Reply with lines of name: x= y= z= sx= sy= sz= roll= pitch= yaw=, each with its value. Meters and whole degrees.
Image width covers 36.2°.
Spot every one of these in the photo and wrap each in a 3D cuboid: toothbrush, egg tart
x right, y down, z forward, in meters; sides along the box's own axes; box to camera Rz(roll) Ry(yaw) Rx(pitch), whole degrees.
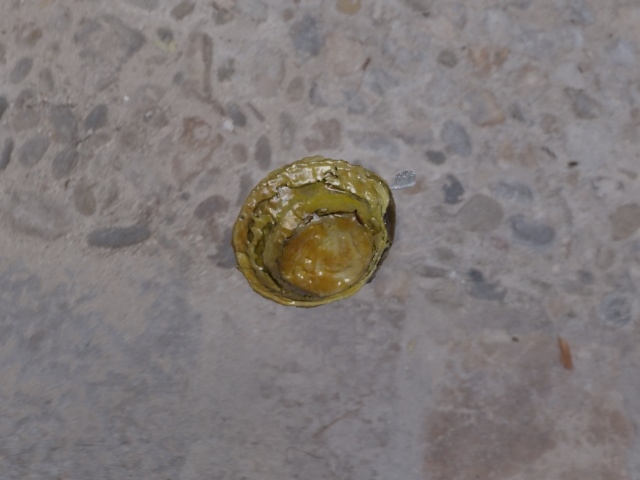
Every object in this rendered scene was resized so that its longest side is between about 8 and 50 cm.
toothbrush: x=0.037 y=-0.063 z=1.384 sx=0.257 sy=0.024 sz=0.018 roll=-16 pitch=39 yaw=-32
egg tart: x=0.000 y=0.000 z=1.307 sx=0.241 sy=0.106 sz=0.241 roll=-8 pitch=120 yaw=-15
